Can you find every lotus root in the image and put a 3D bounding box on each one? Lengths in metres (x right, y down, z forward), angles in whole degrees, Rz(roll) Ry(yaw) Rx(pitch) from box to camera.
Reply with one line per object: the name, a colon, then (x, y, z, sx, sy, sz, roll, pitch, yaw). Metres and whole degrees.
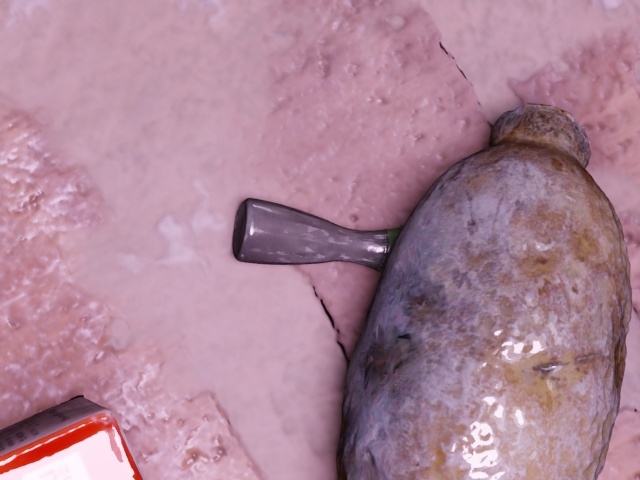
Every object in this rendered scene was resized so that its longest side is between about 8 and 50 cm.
lotus root: (0.105, 0.071, 1.067, 0.175, 0.175, 0.349, 15, 79, -11)

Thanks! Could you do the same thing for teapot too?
teapot: (0.000, 0.000, 1.115, 0.111, 0.043, 0.043, 8, 83, -14)

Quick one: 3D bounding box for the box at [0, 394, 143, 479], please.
box: (-0.150, 0.171, 0.996, 0.099, 0.182, 0.133, -22, 93, -14)
